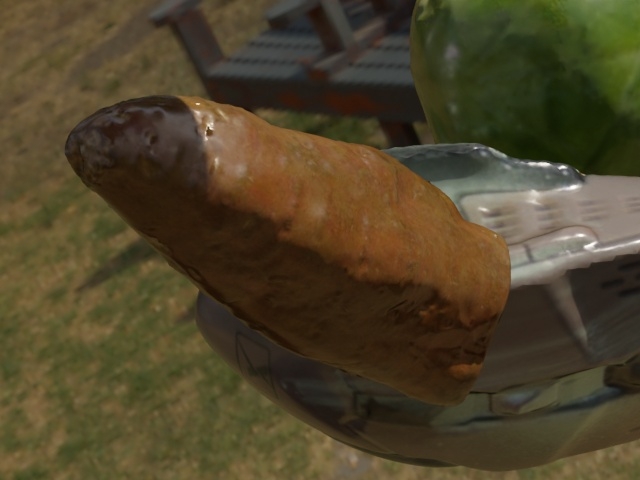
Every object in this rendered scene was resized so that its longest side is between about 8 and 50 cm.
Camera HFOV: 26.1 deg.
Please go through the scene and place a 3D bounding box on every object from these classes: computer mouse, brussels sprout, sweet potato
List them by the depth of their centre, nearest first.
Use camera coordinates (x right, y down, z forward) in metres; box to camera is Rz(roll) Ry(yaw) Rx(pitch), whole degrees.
[{"bbox_3d":[0.000,0.000,0.583,0.097,0.251,0.097,-22,54,34],"label":"sweet potato"},{"bbox_3d":[0.118,0.055,0.769,0.389,0.199,0.115,-2,46,8],"label":"computer mouse"},{"bbox_3d":[0.171,-0.126,0.967,0.244,0.244,0.244,-20,27,11],"label":"brussels sprout"}]
